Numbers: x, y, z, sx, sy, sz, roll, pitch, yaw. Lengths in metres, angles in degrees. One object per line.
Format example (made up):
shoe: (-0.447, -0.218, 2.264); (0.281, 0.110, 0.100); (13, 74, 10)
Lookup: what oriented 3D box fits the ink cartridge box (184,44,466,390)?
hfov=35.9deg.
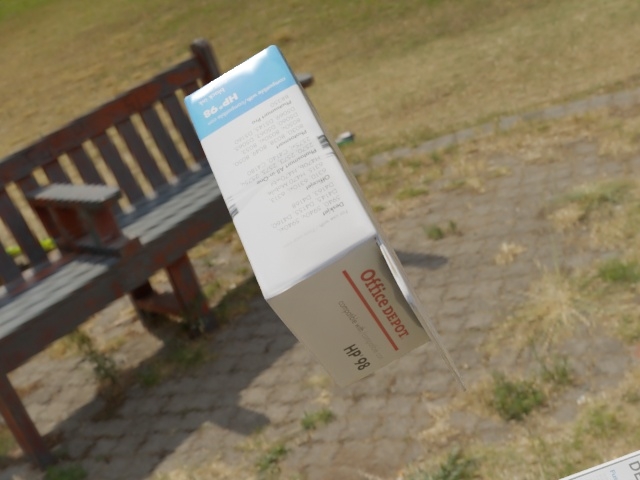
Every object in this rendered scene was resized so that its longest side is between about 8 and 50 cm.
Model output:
ink cartridge box: (0.000, 0.000, 0.501); (0.060, 0.104, 0.180); (-29, 52, 5)

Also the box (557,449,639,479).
box: (0.235, 0.330, 1.017); (0.290, 0.169, 0.087); (-20, 47, 2)
